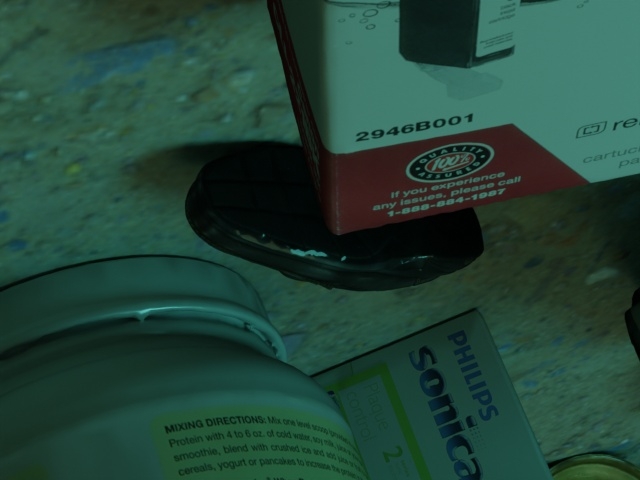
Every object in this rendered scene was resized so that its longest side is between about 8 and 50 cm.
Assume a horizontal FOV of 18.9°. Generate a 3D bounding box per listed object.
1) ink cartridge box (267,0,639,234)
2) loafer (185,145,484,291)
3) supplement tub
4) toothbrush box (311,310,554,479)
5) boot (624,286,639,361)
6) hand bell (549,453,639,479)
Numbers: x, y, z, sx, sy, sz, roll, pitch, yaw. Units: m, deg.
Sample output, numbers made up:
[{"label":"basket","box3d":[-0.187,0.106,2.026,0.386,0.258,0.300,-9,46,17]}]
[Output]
[{"label":"ink cartridge box","box3d":[0.083,-0.128,0.611,0.197,0.114,0.273,-12,153,-5]},{"label":"loafer","box3d":[0.000,0.000,0.868,0.170,0.062,0.061,11,143,-44]},{"label":"supplement tub","box3d":[-0.069,0.195,0.879,0.235,0.325,0.235,-16,152,-9]},{"label":"toothbrush box","box3d":[0.003,0.197,1.064,0.283,0.206,0.122,-21,152,2]},{"label":"boot","box3d":[0.301,0.022,0.930,0.284,0.138,0.377,-30,180,10]},{"label":"hand bell","box3d":[0.160,0.245,1.406,0.126,0.126,0.242,-10,164,-20]}]
